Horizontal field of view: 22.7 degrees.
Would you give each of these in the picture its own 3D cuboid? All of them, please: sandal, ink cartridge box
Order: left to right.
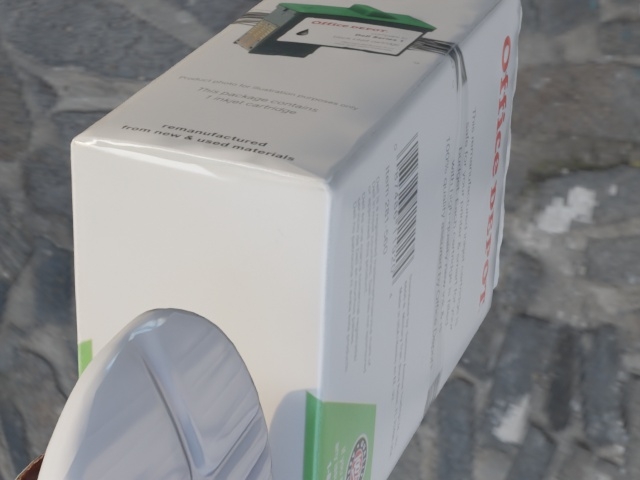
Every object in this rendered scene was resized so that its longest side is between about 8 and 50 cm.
[{"bbox_3d":[-0.065,0.142,0.472,0.102,0.076,0.265,-39,134,-49],"label":"sandal"},{"bbox_3d":[0.000,0.000,0.600,0.093,0.219,0.160,12,118,17],"label":"ink cartridge box"}]
